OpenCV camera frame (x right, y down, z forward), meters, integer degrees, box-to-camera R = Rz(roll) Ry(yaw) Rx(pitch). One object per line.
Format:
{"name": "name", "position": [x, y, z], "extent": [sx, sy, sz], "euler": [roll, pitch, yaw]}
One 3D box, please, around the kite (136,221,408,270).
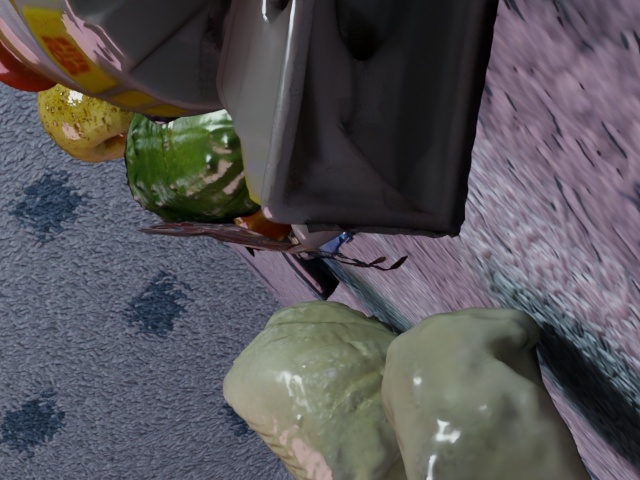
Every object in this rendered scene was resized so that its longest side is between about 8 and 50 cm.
{"name": "kite", "position": [-0.026, 0.006, 0.933], "extent": [0.229, 0.016, 0.127], "euler": [9, 176, -37]}

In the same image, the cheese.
{"name": "cheese", "position": [0.139, 0.202, 0.749], "extent": [0.326, 0.115, 0.318], "euler": [-107, -5, -69]}

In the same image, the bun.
{"name": "bun", "position": [0.047, 0.222, 1.478], "extent": [0.352, 0.227, 0.349], "euler": [52, 173, -23]}

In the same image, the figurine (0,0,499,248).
{"name": "figurine", "position": [-0.061, -0.108, 0.435], "extent": [0.308, 0.143, 0.308], "euler": [54, 162, 27]}

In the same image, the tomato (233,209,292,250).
{"name": "tomato", "position": [-0.065, -0.035, 1.315], "extent": [0.087, 0.075, 0.087], "euler": [61, -179, -1]}

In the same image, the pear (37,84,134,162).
{"name": "pear", "position": [-0.319, -0.203, 1.670], "extent": [0.178, 0.178, 0.178], "euler": [46, 174, 6]}

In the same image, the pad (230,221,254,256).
{"name": "pad", "position": [-0.149, -0.111, 1.369], "extent": [0.267, 0.004, 0.181], "euler": [62, -176, 33]}

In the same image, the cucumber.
{"name": "cucumber", "position": [-0.064, -0.072, 0.858], "extent": [0.134, 0.134, 0.244], "euler": [48, 166, -13]}

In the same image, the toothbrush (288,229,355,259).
{"name": "toothbrush", "position": [0.000, 0.000, 1.259], "extent": [0.042, 0.035, 0.413], "euler": [50, 174, -4]}

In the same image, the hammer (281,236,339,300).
{"name": "hammer", "position": [-0.079, -0.035, 1.595], "extent": [0.290, 0.037, 0.137], "euler": [47, 176, 1]}
